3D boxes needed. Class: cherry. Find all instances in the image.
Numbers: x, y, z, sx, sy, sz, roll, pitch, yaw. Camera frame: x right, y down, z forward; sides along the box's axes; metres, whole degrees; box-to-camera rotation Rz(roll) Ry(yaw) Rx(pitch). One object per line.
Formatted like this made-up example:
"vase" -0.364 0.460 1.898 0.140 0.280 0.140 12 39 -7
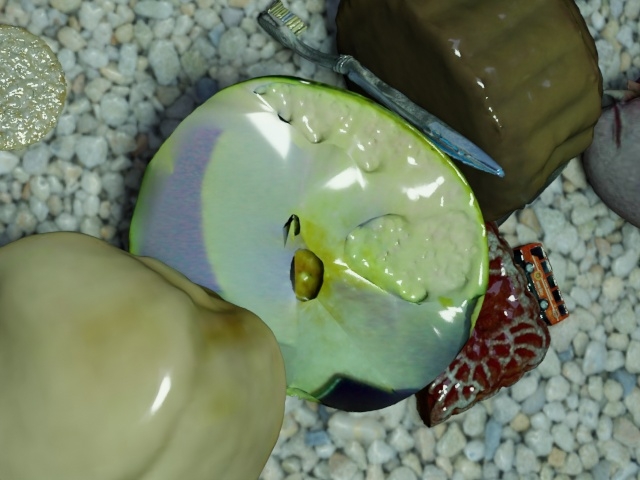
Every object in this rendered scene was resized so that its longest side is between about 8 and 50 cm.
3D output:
"cherry" 0.445 -0.119 1.721 0.213 0.183 0.266 -35 108 -13

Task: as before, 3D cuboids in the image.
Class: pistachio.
"pistachio" -0.256 0.170 1.372 0.445 0.281 0.365 -15 97 -4

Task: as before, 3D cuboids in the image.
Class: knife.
"knife" 0.274 -0.063 1.743 0.170 0.010 0.023 -41 98 -21

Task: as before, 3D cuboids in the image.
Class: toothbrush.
"toothbrush" 0.061 -0.174 1.523 0.042 0.035 0.413 -43 54 -9

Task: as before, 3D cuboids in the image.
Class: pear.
"pear" 0.002 -0.004 1.510 0.398 0.165 0.399 4 106 13

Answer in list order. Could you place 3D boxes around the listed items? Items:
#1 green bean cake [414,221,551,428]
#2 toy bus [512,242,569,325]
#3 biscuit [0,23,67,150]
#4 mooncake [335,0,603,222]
"green bean cake" 0.163 0.085 1.639 0.198 0.097 0.233 -24 93 -20
"toy bus" 0.282 0.055 1.722 0.043 0.031 0.110 -23 93 -23
"biscuit" -0.363 -0.174 1.520 0.152 0.020 0.152 3 83 -21
"mooncake" 0.174 -0.194 1.553 0.187 0.324 0.324 -34 96 -20
